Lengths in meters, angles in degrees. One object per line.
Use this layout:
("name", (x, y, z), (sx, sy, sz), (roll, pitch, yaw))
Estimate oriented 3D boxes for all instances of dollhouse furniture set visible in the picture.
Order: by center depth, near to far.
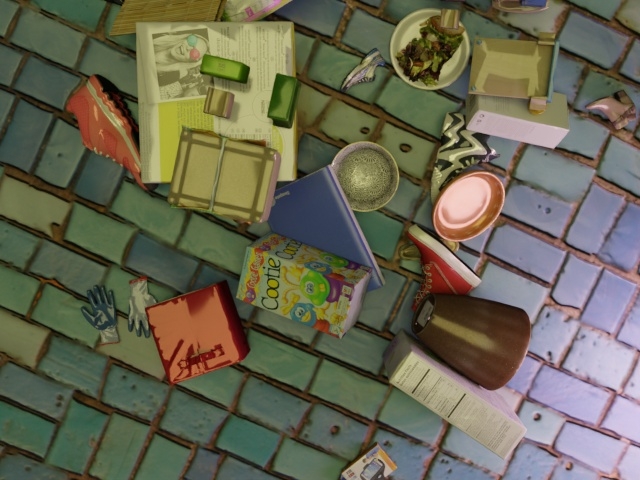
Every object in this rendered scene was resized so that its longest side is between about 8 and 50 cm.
("dollhouse furniture set", (-0.168, -0.194, 1.572), (0.198, 0.151, 0.301), (13, 95, -1))
("dollhouse furniture set", (0.412, -0.457, 1.874), (0.287, 0.198, 0.303), (6, 98, 13))

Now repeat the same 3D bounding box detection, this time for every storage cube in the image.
("storage cube", (-0.291, 0.216, 1.915), (0.184, 0.215, 0.193), (-19, 89, 1))

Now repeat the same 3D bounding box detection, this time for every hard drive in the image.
("hard drive", (0.000, 0.000, 1.946), (0.210, 0.040, 0.318), (-23, 96, 26))

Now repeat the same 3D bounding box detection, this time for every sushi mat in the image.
("sushi mat", (-0.335, -0.529, 1.785), (0.317, 0.019, 0.151), (3, 63, 32))

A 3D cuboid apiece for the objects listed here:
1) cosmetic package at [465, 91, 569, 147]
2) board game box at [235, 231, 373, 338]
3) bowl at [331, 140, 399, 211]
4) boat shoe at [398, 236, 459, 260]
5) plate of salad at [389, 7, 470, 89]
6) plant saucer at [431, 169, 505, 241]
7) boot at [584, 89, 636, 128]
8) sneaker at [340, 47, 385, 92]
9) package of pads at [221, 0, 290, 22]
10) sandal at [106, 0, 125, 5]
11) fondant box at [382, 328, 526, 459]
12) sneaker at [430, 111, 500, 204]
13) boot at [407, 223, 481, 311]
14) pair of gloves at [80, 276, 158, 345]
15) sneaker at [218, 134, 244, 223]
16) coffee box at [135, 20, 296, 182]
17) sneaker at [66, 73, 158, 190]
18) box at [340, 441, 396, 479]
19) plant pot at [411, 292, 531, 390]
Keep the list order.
("cosmetic package", (0.472, -0.309, 1.908), (0.231, 0.085, 0.117), (13, 59, -8))
("board game box", (-0.038, 0.102, 1.888), (0.275, 0.142, 0.144), (20, 111, 15))
("bowl", (0.110, -0.159, 1.944), (0.170, 0.080, 0.170), (2, 100, 9))
("boat shoe", (0.273, 0.024, 1.984), (0.153, 0.048, 0.056), (-5, 95, 0))
("plate of salad", (0.270, -0.470, 1.941), (0.200, 0.048, 0.199), (0, 96, -1))
("plant saucer", (0.356, -0.089, 1.939), (0.200, 0.037, 0.200), (-14, 128, -18))
("boot", (0.724, -0.317, 1.965), (0.118, 0.042, 0.087), (-21, 97, 1))
("sneaker", (0.106, -0.407, 1.944), (0.135, 0.052, 0.058), (-45, 98, 3))
("package of pads", (-0.125, -0.622, 1.831), (0.297, 0.229, 0.101), (-31, 131, 2))
("sandal", (-0.463, -0.600, 1.915), (0.255, 0.054, 0.097), (31, 94, -3))
("fondant box", (0.315, 0.364, 1.920), (0.330, 0.238, 0.096), (36, 95, -4))
("sneaker", (0.358, -0.189, 1.943), (0.153, 0.094, 0.234), (12, 85, 7))
("boot", (0.258, 0.085, 1.943), (0.176, 0.088, 0.244), (-43, 116, 11))
("pair of gloves", (-0.501, 0.180, 2.001), (0.198, 0.023, 0.159), (-12, 93, -1))
("sneaker", (-0.205, -0.120, 1.631), (0.071, 0.066, 0.188), (-16, 92, 17))
("coffee box", (-0.218, -0.298, 1.804), (0.335, 0.337, 0.338), (-1, 95, -2))
("sneaker", (-0.503, -0.243, 1.934), (0.136, 0.116, 0.313), (-31, 88, 12))
("box", (0.119, 0.595, 2.044), (0.136, 0.028, 0.081), (-40, 95, 1))
("plant pot", (0.344, 0.217, 1.898), (0.230, 0.215, 0.215), (24, 94, -14))
